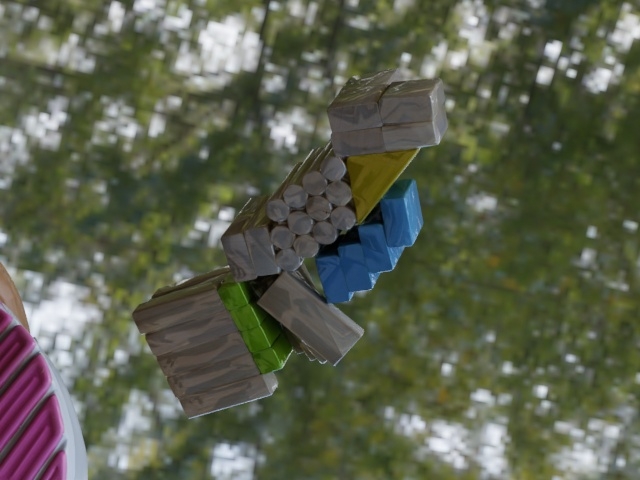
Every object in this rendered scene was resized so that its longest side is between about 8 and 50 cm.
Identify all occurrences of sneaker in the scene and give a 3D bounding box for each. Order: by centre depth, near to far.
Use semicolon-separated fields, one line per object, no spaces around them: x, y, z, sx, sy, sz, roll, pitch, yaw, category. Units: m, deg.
-0.188;0.077;0.943;0.103;0.111;0.252;-41;-130;-1;sneaker

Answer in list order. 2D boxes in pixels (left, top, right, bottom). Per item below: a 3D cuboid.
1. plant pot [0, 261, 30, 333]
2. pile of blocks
-0.379;0.100;1.461;0.203;0.291;0.291;-9;-113;28;plant pot
0.000;0.000;1.435;0.362;0.149;0.113;-45;-174;28;pile of blocks
